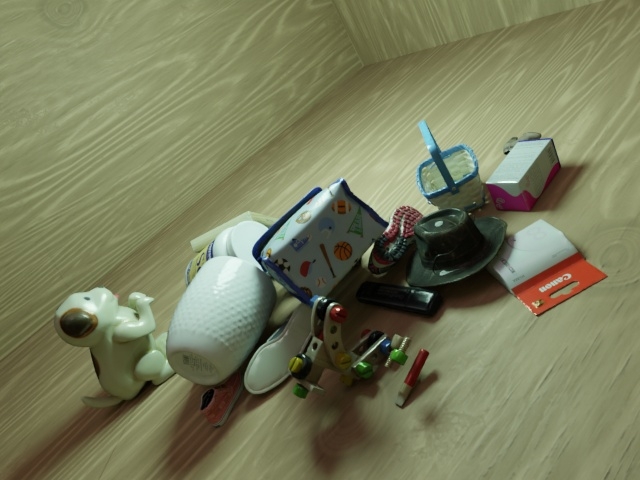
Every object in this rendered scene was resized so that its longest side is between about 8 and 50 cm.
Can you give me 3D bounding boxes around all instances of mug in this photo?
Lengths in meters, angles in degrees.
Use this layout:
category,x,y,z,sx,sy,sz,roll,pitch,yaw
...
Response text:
category,x,y,z,sx,sy,sz,roll,pitch,yaw
mug,-0.330,0.287,1.425,0.328,0.276,0.374,-69,5,-48

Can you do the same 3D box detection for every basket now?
category,x,y,z,sx,sy,sz,roll,pitch,yaw
basket,0.400,-0.230,1.465,0.201,0.289,0.255,-23,28,19

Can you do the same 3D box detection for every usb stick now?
category,x,y,z,sx,sy,sz,roll,pitch,yaw
usb stick,0.215,0.161,1.294,0.278,0.045,0.077,3,51,49

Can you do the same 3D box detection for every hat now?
category,x,y,z,sx,sy,sz,roll,pitch,yaw
hat,0.342,-0.007,1.281,0.331,0.134,0.331,-36,16,12

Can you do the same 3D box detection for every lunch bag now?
category,x,y,z,sx,sy,sz,roll,pitch,yaw
lunch bag,-0.026,0.005,1.383,0.328,0.239,0.385,-45,6,-9

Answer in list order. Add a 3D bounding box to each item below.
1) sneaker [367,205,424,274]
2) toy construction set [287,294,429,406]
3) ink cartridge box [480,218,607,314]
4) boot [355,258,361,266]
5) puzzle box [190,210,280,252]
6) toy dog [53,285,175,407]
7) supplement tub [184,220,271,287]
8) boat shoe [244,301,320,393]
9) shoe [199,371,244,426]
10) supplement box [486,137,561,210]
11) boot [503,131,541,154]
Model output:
category,x,y,z,sx,sy,sz,roll,pitch,yaw
sneaker,0.243,-0.009,1.476,0.299,0.121,0.112,-41,-16,-36
toy construction set,0.069,0.302,1.096,0.309,0.257,0.237,22,75,32
ink cartridge box,0.533,0.056,1.119,0.189,0.066,0.232,-31,23,4
boot,0.000,0.000,1.688,0.284,0.138,0.377,-24,37,17
puzzle box,-0.321,-0.023,1.902,0.272,0.052,0.409,-26,-9,12
toy dog,-0.741,0.342,1.613,0.395,0.408,0.284,-40,28,-14
supplement tub,-0.319,0.095,1.664,0.331,0.241,0.241,-36,20,39
boat shoe,-0.103,0.318,1.351,0.319,0.116,0.099,-52,-8,-21
shoe,-0.284,0.441,1.324,0.063,0.081,0.178,-15,32,30
supplement box,0.617,-0.199,1.382,0.220,0.111,0.114,-46,30,-25
boot,0.702,-0.333,1.595,0.118,0.042,0.087,-3,46,46
